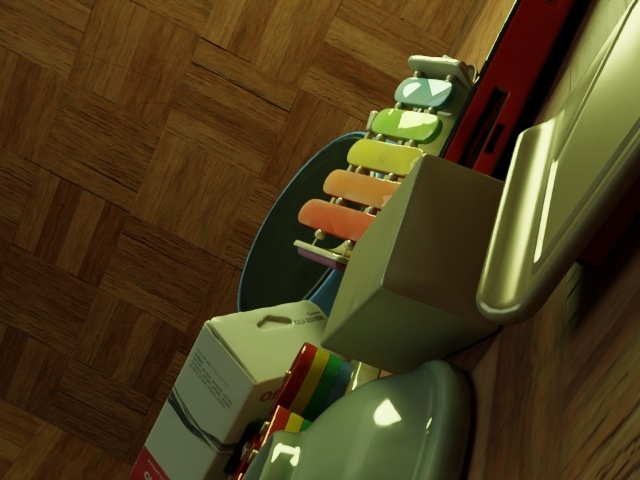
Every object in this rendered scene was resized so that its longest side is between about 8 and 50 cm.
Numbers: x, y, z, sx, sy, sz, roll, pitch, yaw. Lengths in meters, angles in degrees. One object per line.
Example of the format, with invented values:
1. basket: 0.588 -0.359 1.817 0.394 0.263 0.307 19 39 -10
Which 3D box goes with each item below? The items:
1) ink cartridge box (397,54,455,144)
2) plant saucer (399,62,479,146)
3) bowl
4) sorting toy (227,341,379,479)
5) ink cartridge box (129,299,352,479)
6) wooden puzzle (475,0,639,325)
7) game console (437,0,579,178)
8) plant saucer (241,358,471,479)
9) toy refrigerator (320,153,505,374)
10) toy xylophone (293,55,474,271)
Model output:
1. ink cartridge box: 0.162 -0.156 1.856 0.333 0.065 0.165 -62 1 -33
2. plant saucer: 0.172 -0.161 1.520 0.199 0.036 0.199 -52 13 17
3. bowl: 0.000 0.000 1.687 0.391 0.077 0.391 -45 26 29
4. sorting toy: -0.040 0.243 1.140 0.257 0.089 0.255 -62 1 27
5. ink cartridge box: -0.095 0.223 1.352 0.197 0.114 0.273 -7 -47 -47
6. wooden puzzle: 0.175 -0.086 0.565 0.239 0.044 0.221 -56 5 37
7. game console: 0.169 -0.110 1.145 0.387 0.060 0.342 -62 -5 -12
8. plant saucer: -0.034 0.245 0.719 0.401 0.100 0.400 -63 1 2
9. toy refrigerator: 0.077 0.033 0.830 0.269 0.094 0.102 119 171 -73
10. toy xylophone: 0.078 -0.094 1.406 0.236 0.081 0.323 7 65 54
